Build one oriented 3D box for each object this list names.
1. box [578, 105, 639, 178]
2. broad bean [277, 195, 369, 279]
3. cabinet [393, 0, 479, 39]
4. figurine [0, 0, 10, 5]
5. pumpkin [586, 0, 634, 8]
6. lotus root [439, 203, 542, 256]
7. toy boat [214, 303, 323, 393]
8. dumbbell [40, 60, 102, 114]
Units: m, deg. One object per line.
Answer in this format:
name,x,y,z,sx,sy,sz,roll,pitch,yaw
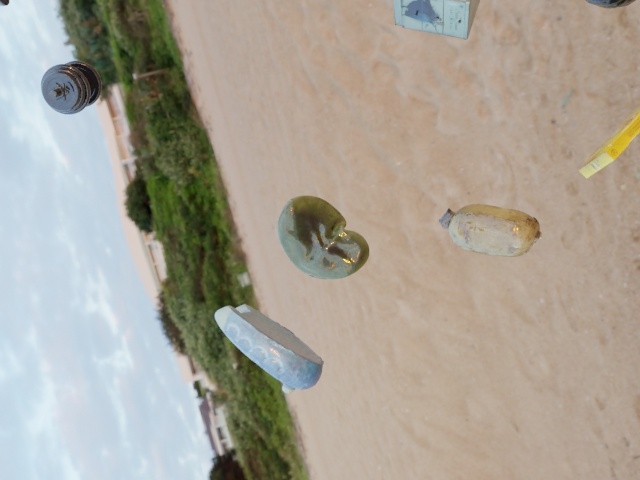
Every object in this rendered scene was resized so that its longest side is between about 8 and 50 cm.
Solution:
box,0.822,-0.289,1.867,0.043,0.269,0.152,45,166,7
broad bean,0.001,0.000,1.455,0.206,0.153,0.072,32,174,-7
cabinet,0.309,-0.649,1.833,0.145,0.206,0.150,67,-140,-67
figurine,-0.470,-0.299,0.749,0.143,0.308,0.309,41,157,30
pumpkin,0.742,-0.692,1.722,0.162,0.220,0.221,39,149,47
lotus root,0.468,-0.028,1.927,0.146,0.284,0.160,-68,-26,-13
toy boat,-0.146,0.300,1.888,0.329,0.123,0.215,33,-176,13
dumbbell,-0.506,-0.312,1.409,0.208,0.099,0.099,-90,-13,-70
